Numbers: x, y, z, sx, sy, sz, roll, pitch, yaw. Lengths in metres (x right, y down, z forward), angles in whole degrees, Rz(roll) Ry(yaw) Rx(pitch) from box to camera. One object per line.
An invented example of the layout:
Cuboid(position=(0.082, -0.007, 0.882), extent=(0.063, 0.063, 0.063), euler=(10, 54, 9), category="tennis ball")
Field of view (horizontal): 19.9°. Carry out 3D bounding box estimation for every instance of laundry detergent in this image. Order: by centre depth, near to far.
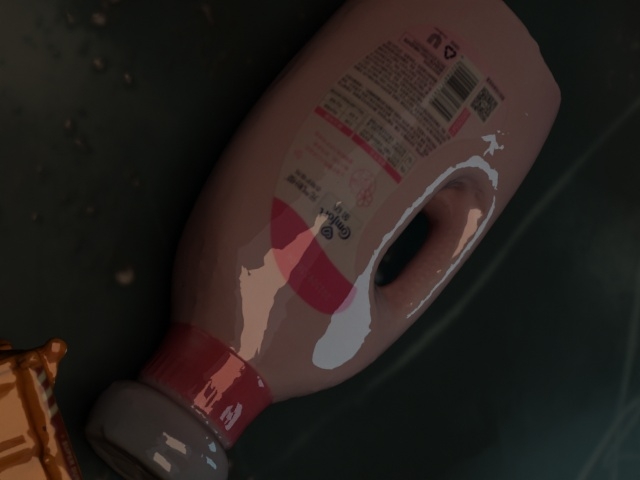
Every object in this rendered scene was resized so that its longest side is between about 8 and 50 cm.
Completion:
Cuboid(position=(0.000, 0.000, 1.005), extent=(0.159, 0.088, 0.335), euler=(46, 68, -22), category="laundry detergent")

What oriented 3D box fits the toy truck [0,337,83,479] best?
Cuboid(position=(-0.144, 0.191, 0.900), extent=(0.135, 0.114, 0.270), euler=(-20, 96, -25), category="toy truck")
